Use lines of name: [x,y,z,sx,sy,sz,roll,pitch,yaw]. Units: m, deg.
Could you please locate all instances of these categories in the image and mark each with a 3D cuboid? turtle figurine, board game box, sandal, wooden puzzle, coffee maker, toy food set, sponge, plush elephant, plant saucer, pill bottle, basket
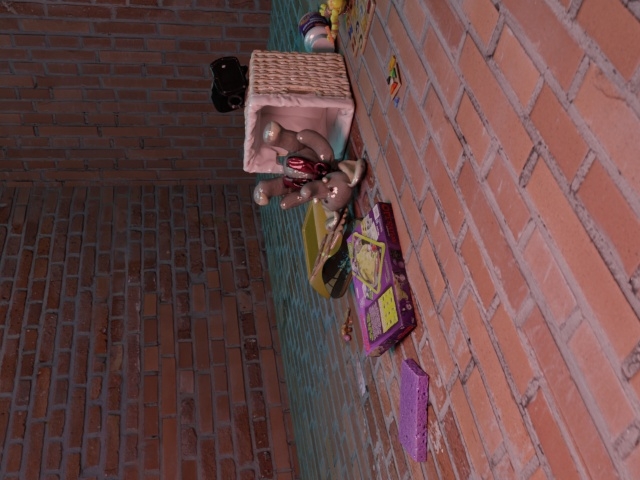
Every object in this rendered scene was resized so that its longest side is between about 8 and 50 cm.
turtle figurine: [0.043,-0.743,2.062,0.217,0.087,0.270,-100,4,-67]
board game box: [0.149,0.100,1.738,0.208,0.056,0.347,-48,42,50]
sandal: [0.094,0.062,2.007,0.120,0.086,0.303,59,135,34]
wooden puzzle: [0.181,-0.397,1.687,0.079,0.014,0.117,107,157,-57]
coffee maker: [-0.300,-0.479,2.183,0.178,0.120,0.171,131,142,-76]
toy food set: [0.088,0.286,2.204,0.078,0.019,0.122,-107,27,-50]
sponge: [0.218,0.395,1.586,0.117,0.031,0.210,-144,54,-75]
plush elephant: [-0.010,-0.177,2.022,0.255,0.329,0.272,49,129,46]
plant saucer: [0.000,0.000,2.426,0.333,0.080,0.333,110,156,-60]
pill bottle: [-0.009,-0.693,2.303,0.194,0.108,0.108,-106,19,-48]
basket: [-0.085,-0.415,2.189,0.331,0.328,0.267,106,161,-55]

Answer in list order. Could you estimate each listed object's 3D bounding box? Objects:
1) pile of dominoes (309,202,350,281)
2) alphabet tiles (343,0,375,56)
pile of dominoes: [0.047,-0.004,2.081,0.196,0.040,0.251,-57,9,35]
alphabet tiles: [0.108,-0.727,1.988,0.285,0.011,0.343,106,159,-53]
